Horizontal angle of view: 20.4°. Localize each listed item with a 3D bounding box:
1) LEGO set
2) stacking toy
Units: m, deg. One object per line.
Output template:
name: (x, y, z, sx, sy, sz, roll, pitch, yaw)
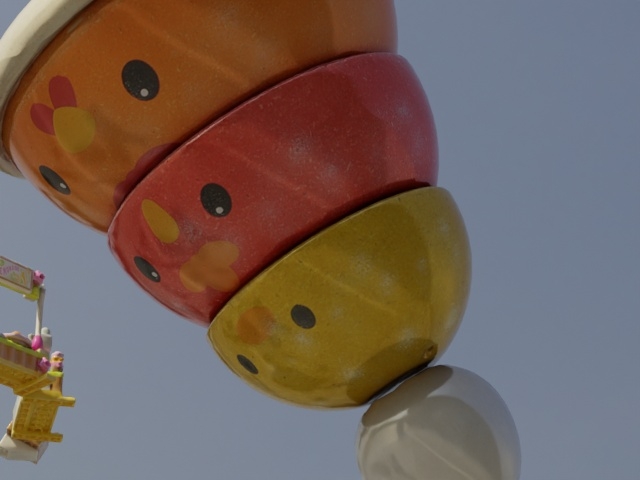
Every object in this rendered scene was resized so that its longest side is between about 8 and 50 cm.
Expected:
LEGO set: (-0.280, 0.097, 1.578, 0.132, 0.107, 0.287, -11, -31, 17)
stacking toy: (0.000, 0.000, 1.305, 0.480, 0.350, 0.350, 56, -33, 15)
